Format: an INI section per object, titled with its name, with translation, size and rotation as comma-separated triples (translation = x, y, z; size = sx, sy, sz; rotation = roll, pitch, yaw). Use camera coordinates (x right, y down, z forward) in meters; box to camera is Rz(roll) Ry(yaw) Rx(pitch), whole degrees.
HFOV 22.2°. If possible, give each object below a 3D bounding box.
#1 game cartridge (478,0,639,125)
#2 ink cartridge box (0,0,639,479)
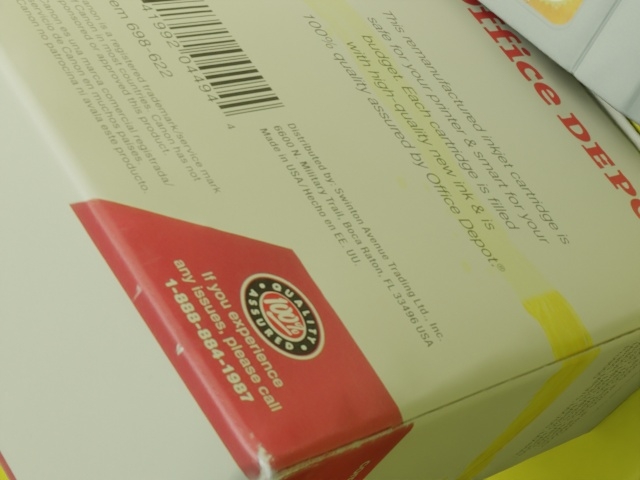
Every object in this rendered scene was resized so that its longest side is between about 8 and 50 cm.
[game cartridge]
translation = 0.129, -0.222, 0.887
size = 0.297, 0.062, 0.198
rotation = 41, 128, 18
[ink cartridge box]
translation = 0.000, 0.000, 0.851
size = 0.279, 0.385, 0.160
rotation = 55, 131, 20
